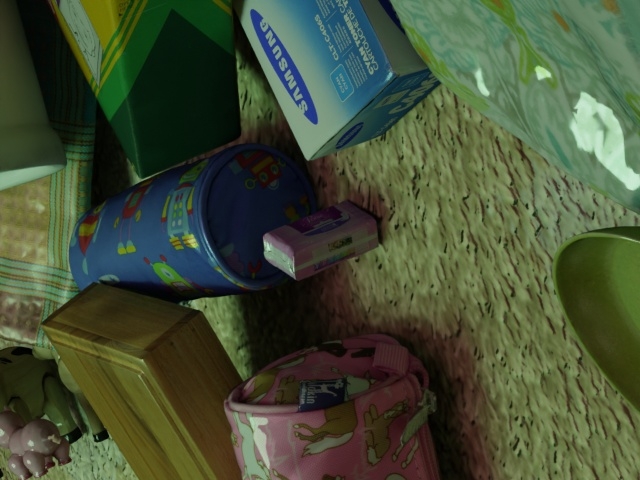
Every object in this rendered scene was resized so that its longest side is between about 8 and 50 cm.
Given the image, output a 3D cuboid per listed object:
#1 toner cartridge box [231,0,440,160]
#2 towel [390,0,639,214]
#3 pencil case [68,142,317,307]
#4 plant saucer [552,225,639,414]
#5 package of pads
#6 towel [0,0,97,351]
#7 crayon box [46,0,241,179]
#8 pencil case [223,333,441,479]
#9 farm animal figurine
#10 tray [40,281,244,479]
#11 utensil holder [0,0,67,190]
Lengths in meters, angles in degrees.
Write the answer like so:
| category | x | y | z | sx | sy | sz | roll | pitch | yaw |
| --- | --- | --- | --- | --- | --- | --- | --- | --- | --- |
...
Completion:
| category | x | y | z | sx | sy | sz | roll | pitch | yaw |
| --- | --- | --- | --- | --- | --- | --- | --- | --- | --- |
| toner cartridge box | -0.024 | -0.250 | 1.238 | 0.348 | 0.075 | 0.165 | 64 | 152 | 8 |
| towel | 0.110 | -0.170 | 0.917 | 0.320 | 0.090 | 0.374 | 40 | 167 | 40 |
| pencil case | -0.116 | 0.002 | 1.494 | 0.133 | 0.119 | 0.306 | 45 | 153 | -16 |
| plant saucer | 0.239 | 0.073 | 0.977 | 0.241 | 0.037 | 0.241 | 40 | 162 | 16 |
| package of pads | 0.000 | 0.000 | 1.344 | 0.050 | 0.083 | 0.032 | 35 | 140 | 49 |
| towel | -0.350 | -0.084 | 1.703 | 0.271 | 0.040 | 0.370 | 9 | 102 | 23 |
| crayon box | -0.189 | -0.284 | 1.346 | 0.363 | 0.106 | 0.313 | 60 | 166 | 27 |
| pencil case | 0.044 | 0.277 | 1.367 | 0.167 | 0.160 | 0.386 | 4 | 111 | 62 |
| farm animal figurine | -0.360 | 0.179 | 1.906 | 0.327 | 0.330 | 0.172 | -166 | 53 | -88 |
| tray | -0.087 | 0.233 | 1.515 | 0.203 | 0.076 | 0.411 | 10 | 133 | 56 |
| utensil holder | -0.437 | -0.213 | 1.529 | 0.327 | 0.327 | 0.386 | -14 | 90 | 60 |
